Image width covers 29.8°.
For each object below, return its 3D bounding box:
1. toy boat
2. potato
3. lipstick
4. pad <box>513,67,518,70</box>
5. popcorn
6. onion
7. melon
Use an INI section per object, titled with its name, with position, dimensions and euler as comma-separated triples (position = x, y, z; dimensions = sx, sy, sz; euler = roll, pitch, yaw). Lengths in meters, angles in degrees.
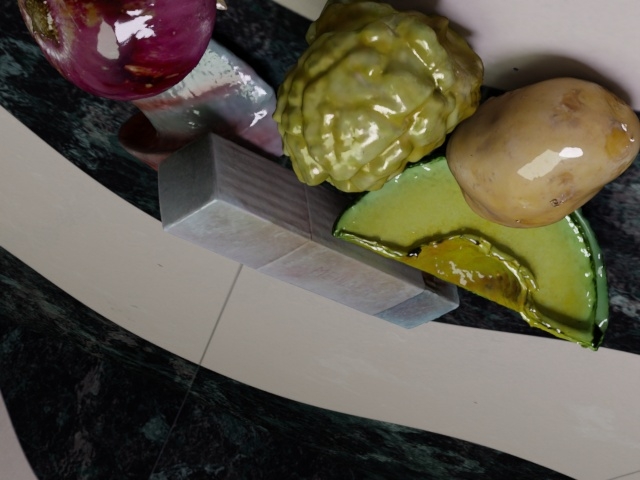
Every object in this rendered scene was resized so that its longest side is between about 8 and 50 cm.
[toy boat]
position = -0.157, -0.168, 1.119
dimensions = 0.206, 0.096, 0.282
euler = -8, 131, 43
[potato]
position = 0.173, -0.068, 0.951
dimensions = 0.118, 0.109, 0.178
euler = 35, 151, -17
[lipstick]
position = 0.000, 0.000, 1.194
dimensions = 0.076, 0.079, 0.371
euler = -27, 146, 31
[pad]
position = 0.053, -0.252, 0.700
dimensions = 0.323, 0.055, 0.250
euler = 45, 155, -8
[popcorn]
position = 0.045, -0.110, 0.929
dimensions = 0.142, 0.173, 0.173
euler = 29, 160, 6
[onion]
position = -0.158, -0.197, 0.933
dimensions = 0.177, 0.153, 0.177
euler = 37, 167, 10
[melon]
position = 0.143, -0.012, 1.125
dimensions = 0.265, 0.129, 0.169
euler = 23, 180, -8
